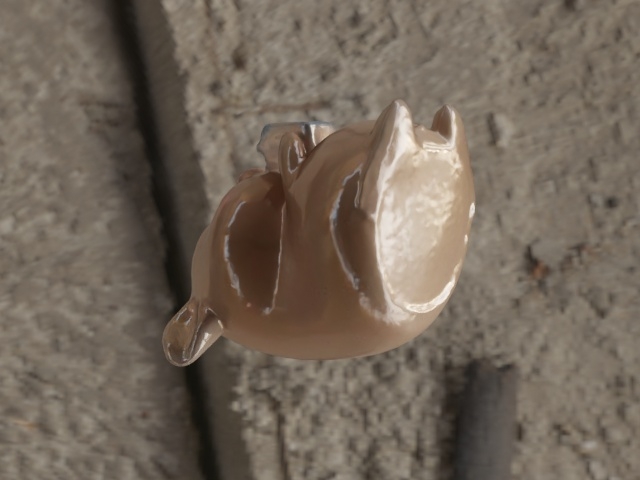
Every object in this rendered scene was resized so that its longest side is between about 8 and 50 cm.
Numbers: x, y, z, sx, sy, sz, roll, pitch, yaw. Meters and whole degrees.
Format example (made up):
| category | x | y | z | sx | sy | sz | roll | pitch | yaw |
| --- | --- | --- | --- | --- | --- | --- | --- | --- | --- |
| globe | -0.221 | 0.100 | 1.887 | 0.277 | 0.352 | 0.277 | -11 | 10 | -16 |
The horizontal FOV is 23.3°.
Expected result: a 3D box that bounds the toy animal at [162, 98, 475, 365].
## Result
| category | x | y | z | sx | sy | sz | roll | pitch | yaw |
| --- | --- | --- | --- | --- | --- | --- | --- | --- | --- |
| toy animal | -0.003 | -0.001 | 1.352 | 0.195 | 0.256 | 0.213 | -7 | 91 | -49 |
